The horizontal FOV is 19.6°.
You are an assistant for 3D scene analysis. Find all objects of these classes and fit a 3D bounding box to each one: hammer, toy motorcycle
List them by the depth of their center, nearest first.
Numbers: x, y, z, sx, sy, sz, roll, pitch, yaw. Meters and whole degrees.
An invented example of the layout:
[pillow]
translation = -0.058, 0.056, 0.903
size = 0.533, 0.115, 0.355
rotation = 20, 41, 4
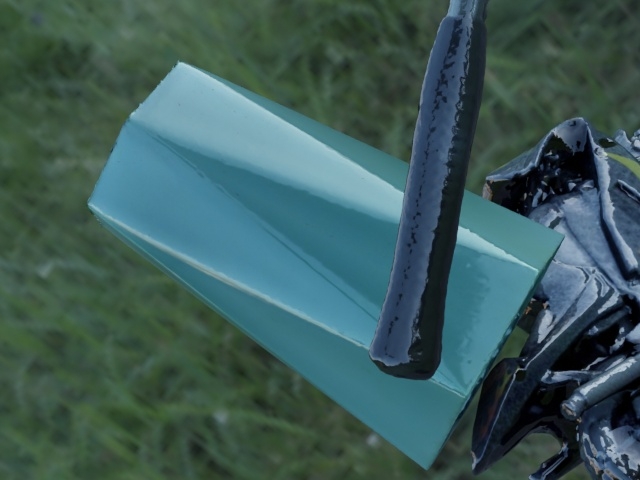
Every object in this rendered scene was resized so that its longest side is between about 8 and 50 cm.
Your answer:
[hammer]
translation = 0.048, -0.069, 0.717
size = 0.029, 0.103, 0.246
rotation = 156, 127, -86
[toy motorcycle]
translation = 0.173, 0.029, 1.108
size = 0.173, 0.108, 0.307
rotation = 15, 49, 0

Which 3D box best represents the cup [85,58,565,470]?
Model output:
[cup]
translation = 0.000, 0.000, 1.022
size = 0.134, 0.236, 0.148
rotation = -61, -10, 18
